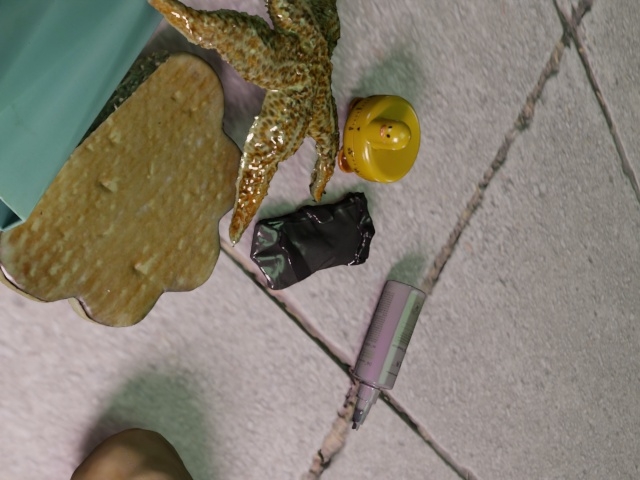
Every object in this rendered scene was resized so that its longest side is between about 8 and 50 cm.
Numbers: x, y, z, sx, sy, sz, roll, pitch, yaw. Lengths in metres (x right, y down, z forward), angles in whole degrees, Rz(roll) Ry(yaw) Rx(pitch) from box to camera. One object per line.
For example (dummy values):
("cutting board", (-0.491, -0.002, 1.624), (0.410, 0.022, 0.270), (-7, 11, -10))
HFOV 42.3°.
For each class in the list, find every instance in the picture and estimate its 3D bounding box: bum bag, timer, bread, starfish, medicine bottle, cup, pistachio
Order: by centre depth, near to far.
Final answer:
("cup", (-0.224, -0.138, 0.651), (0.134, 0.148, 0.236), (44, 62, -24))
("bread", (-0.171, -0.032, 0.776), (0.286, 0.056, 0.207), (-49, 129, -28))
("starfish", (-0.041, -0.162, 0.798), (0.358, 0.078, 0.347), (-13, 112, -65))
("pistachio", (-0.166, 0.280, 0.815), (0.136, 0.135, 0.226), (-42, 133, -31))
("bum bag", (0.000, 0.000, 0.966), (0.197, 0.049, 0.087), (-17, 107, -42))
("timer", (0.080, -0.119, 0.975), (0.107, 0.109, 0.107), (-14, 109, -44))
("medicine bottle", (0.079, 0.152, 1.078), (0.057, 0.057, 0.199), (30, 77, -45))
